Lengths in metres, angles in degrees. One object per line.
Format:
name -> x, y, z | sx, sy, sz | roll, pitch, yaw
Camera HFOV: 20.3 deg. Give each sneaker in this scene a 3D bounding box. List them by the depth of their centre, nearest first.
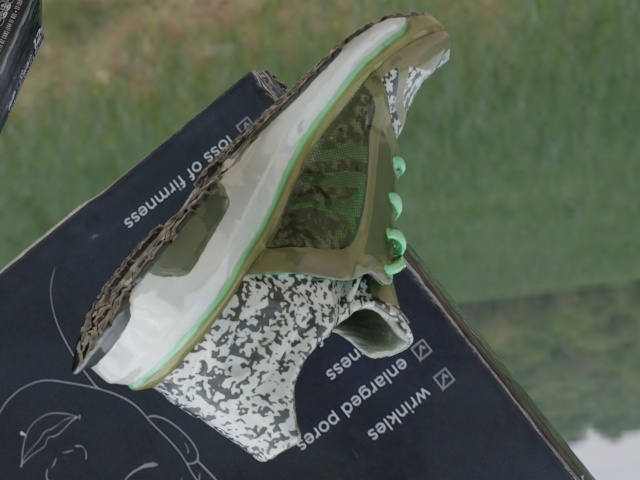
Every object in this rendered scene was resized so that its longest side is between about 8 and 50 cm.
sneaker -> 0.000, 0.000, 1.257 | 0.410, 0.182, 0.158 | -51, -170, -36

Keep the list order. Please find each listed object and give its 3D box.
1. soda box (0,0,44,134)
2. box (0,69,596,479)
soda box -> -0.180, -0.051, 0.823 | 0.053, 0.169, 0.060 | 17, 153, 1
box -> -0.068, 0.200, 1.553 | 0.480, 0.472, 0.297 | -38, 166, 4
